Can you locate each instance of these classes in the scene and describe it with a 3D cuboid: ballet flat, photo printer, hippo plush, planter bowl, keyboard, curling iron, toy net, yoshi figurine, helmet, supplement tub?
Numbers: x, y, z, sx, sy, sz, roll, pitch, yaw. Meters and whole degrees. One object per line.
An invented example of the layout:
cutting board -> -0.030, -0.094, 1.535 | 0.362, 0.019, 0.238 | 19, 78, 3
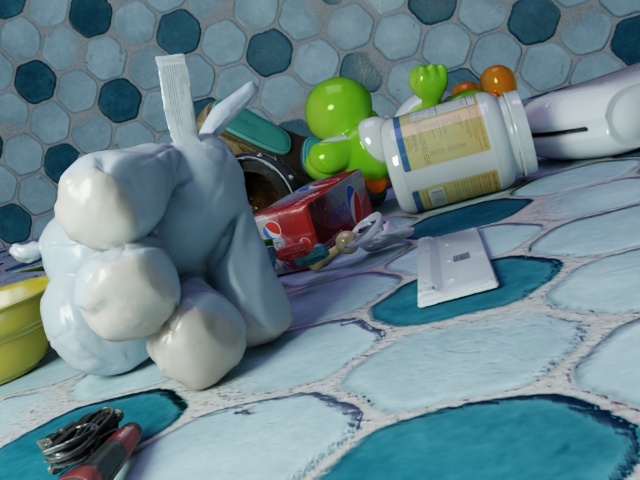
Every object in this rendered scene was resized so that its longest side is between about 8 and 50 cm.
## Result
ballet flat -> -0.058, -0.122, 1.368 | 0.343, 0.116, 0.124 | 20, -41, -20
photo printer -> 0.471, -0.206, 1.241 | 0.308, 0.107, 0.256 | -20, 10, -16
hippo plush -> -0.191, 0.006, 0.741 | 0.237, 0.294, 0.234 | -20, -15, 32
planter bowl -> -0.383, 0.116, 0.928 | 0.217, 0.090, 0.217 | -17, 9, 3
keyboard -> 0.134, 0.021, 0.821 | 0.072, 0.014, 0.256 | -10, 11, 9
curling iron -> -0.153, 0.156, 0.463 | 0.068, 0.035, 0.274 | -21, 9, -1
toy net -> 0.000, 0.000, 0.942 | 0.232, 0.045, 0.122 | -17, -16, -13
yoshi figurine -> 0.127, -0.214, 1.323 | 0.362, 0.203, 0.203 | -19, 42, -20
helmet -> -0.110, -0.058, 1.251 | 0.162, 0.169, 0.169 | -36, 17, -23
supplement tub -> 0.197, -0.129, 1.166 | 0.200, 0.144, 0.144 | -15, 10, 10

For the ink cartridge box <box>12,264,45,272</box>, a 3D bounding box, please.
ink cartridge box -> -0.258, 0.045, 1.079 | 0.171, 0.056, 0.235 | -12, -2, 24

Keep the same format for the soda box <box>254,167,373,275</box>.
soda box -> -0.005, -0.030, 1.130 | 0.092, 0.083, 0.263 | -13, 11, 21

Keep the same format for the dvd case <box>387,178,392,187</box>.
dvd case -> 0.064, -0.098, 1.605 | 0.165, 0.018, 0.221 | -11, 11, 30
